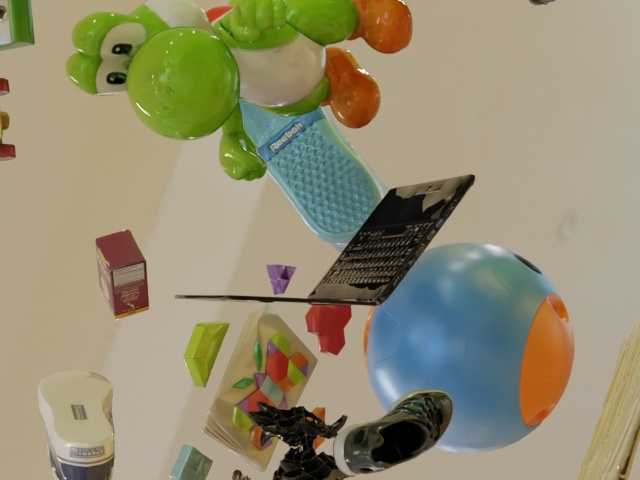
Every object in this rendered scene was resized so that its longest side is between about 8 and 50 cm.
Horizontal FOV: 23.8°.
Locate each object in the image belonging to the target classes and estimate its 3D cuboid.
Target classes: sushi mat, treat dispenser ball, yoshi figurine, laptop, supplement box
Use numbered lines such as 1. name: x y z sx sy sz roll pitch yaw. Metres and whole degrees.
1. sushi mat: 0.173 0.104 0.874 0.316 0.019 0.151 -52 -13 -52
2. treat dispenser ball: 0.201 0.145 2.075 0.288 0.288 0.288 -31 -48 -42
3. yoshi figurine: -0.072 -0.168 1.537 0.362 0.203 0.203 -7 -93 -35
4. laptop: 0.000 0.000 1.616 0.136 0.234 0.264 41 -103 -14
5. supplement box: -0.220 0.038 1.682 0.043 0.055 0.083 -16 -42 -18

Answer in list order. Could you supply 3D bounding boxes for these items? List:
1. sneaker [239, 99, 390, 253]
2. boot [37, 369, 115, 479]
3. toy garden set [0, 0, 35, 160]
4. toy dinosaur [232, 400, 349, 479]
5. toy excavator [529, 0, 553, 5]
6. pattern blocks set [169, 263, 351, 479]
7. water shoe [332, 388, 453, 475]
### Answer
1. sneaker: -0.010 -0.102 1.935 0.127 0.319 0.208 -33 -22 6
2. boot: -0.215 0.181 1.328 0.069 0.190 0.086 2 -75 -10
3. toy garden set: -0.365 -0.159 1.299 0.049 0.244 0.204 9 -106 -73
4. toy dinosaur: -0.033 0.325 1.851 0.322 0.164 0.218 -17 -55 -41
5. toy excavator: 0.321 -0.472 1.581 0.445 0.433 0.222 -43 -72 9
6. pattern blocks set: -0.073 0.188 1.931 0.285 0.026 0.325 32 -111 -46
7. water shoe: 0.104 0.226 1.746 0.203 0.080 0.073 -21 -78 -45
